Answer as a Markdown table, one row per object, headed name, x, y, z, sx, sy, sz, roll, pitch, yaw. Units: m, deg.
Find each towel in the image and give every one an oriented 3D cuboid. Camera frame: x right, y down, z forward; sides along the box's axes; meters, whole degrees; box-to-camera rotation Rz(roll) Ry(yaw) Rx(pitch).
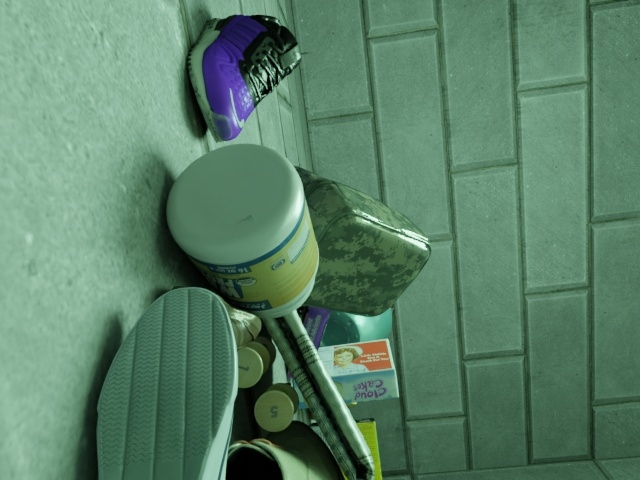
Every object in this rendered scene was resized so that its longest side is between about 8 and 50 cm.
| name | x | y | z | sx | sy | sz | roll | pitch | yaw |
| --- | --- | --- | --- | --- | --- | --- | --- | --- | --- |
| towel | -0.011 | 0.231 | 0.701 | 0.324 | 0.056 | 0.312 | 56 | -12 | 22 |

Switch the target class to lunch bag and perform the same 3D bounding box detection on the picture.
| name | x | y | z | sx | sy | sz | roll | pitch | yaw |
| --- | --- | --- | --- | --- | --- | --- | --- | --- | --- |
| lunch bag | 0.027 | -0.014 | 0.819 | 0.304 | 0.213 | 0.256 | 17 | 28 | -42 |

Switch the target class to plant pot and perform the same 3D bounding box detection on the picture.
| name | x | y | z | sx | sy | sz | roll | pitch | yaw |
| --- | --- | --- | --- | --- | --- | --- | --- | --- | --- |
| plant pot | 0.079 | 0.289 | 1.434 | 0.235 | 0.292 | 0.294 | -18 | 102 | -70 |

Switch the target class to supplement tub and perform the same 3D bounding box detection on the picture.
| name | x | y | z | sx | sy | sz | roll | pitch | yaw |
| --- | --- | --- | --- | --- | --- | --- | --- | --- | --- |
| supplement tub | -0.079 | 0.001 | 0.504 | 0.200 | 0.144 | 0.145 | 77 | 8 | -58 |

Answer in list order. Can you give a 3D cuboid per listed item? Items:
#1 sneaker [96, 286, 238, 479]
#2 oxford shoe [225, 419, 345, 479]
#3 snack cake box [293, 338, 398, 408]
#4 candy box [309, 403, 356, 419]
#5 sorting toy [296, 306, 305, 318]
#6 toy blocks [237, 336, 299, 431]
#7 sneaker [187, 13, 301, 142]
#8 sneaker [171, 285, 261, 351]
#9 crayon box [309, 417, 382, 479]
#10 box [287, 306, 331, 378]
| name | x | y | z | sx | sy | sz | roll | pitch | yaw |
| --- | --- | --- | --- | --- | --- | --- | --- | --- | --- |
| sneaker | -0.112 | 0.164 | 0.303 | 0.091 | 0.094 | 0.259 | 112 | -18 | -58 |
| oxford shoe | -0.051 | 0.295 | 0.518 | 0.397 | 0.140 | 0.147 | 151 | -83 | -87 |
| snack cake box | 0.067 | 0.356 | 1.139 | 0.152 | 0.263 | 0.089 | -81 | 161 | -75 |
| candy box | 0.032 | 0.464 | 1.271 | 0.187 | 0.053 | 0.109 | -47 | -145 | 42 |
| sorting toy | -0.066 | 0.177 | 1.144 | 0.061 | 0.042 | 0.102 | 77 | 7 | -59 |
| toy blocks | -0.075 | 0.201 | 0.622 | 0.123 | 0.054 | 0.148 | 53 | 1 | 7 |
| sneaker | -0.101 | -0.263 | 0.627 | 0.102 | 0.145 | 0.294 | 79 | 6 | -50 |
| sneaker | -0.120 | 0.104 | 0.461 | 0.188 | 0.066 | 0.071 | 61 | 38 | -66 |
| crayon box | 0.079 | 0.701 | 1.234 | 0.081 | 0.202 | 0.319 | 70 | 15 | -73 |
| box | -0.020 | 0.215 | 1.125 | 0.293 | 0.057 | 0.201 | -73 | 180 | -81 |
